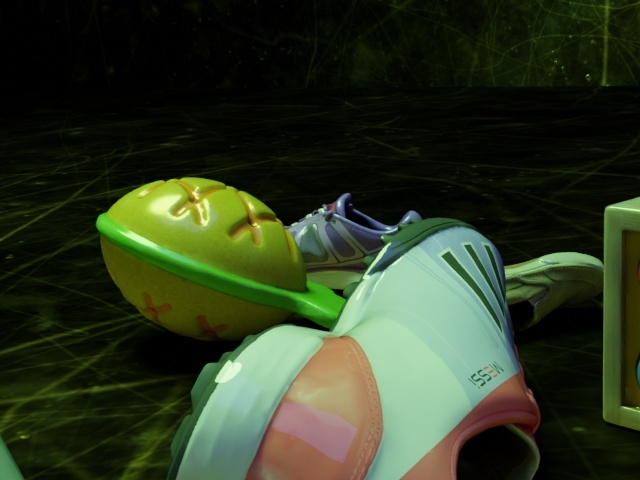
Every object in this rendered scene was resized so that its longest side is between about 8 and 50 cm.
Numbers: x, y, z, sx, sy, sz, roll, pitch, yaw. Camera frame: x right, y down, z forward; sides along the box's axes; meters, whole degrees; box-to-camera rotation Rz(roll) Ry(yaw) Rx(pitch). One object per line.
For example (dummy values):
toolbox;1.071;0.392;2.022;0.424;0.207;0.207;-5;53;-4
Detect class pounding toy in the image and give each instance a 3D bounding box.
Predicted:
pounding toy;0.200;0.032;0.516;0.100;0.130;0.141;-14;17;-41

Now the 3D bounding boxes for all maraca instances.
maraca;-0.055;0.020;0.728;0.185;0.099;0.127;22;8;-5

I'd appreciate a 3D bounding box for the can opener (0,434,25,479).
can opener;-0.183;0.080;0.506;0.074;0.093;0.280;-8;18;-24

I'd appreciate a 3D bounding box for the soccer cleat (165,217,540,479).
soccer cleat;0.048;0.069;0.502;0.116;0.109;0.318;23;18;16

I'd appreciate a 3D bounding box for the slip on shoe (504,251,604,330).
slip on shoe;0.129;0.038;0.725;0.135;0.051;0.041;0;50;-27

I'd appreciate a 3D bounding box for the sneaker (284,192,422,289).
sneaker;0.000;0.000;0.849;0.169;0.071;0.068;-1;13;14
